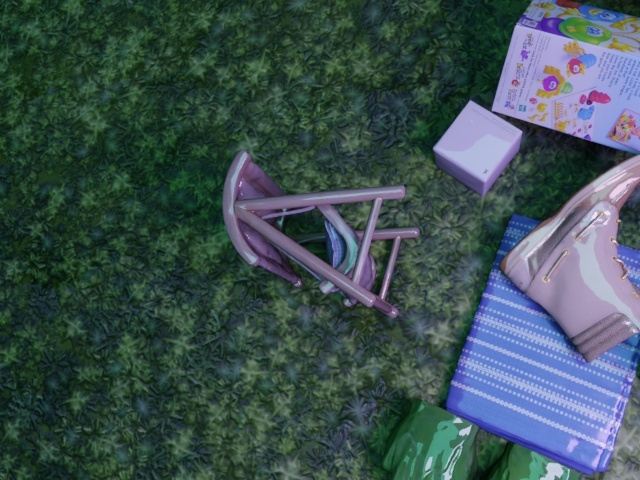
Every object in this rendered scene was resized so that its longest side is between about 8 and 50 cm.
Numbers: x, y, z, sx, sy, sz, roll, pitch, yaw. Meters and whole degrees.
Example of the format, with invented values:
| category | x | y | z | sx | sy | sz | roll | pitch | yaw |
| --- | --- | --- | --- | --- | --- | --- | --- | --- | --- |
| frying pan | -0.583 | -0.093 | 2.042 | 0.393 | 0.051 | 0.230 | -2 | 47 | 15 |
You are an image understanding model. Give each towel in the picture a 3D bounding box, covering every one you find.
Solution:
| category | x | y | z | sx | sy | sz | roll | pitch | yaw |
| --- | --- | --- | --- | --- | --- | --- | --- | --- | --- |
| towel | 0.354 | 0.149 | 0.955 | 0.243 | 0.040 | 0.336 | 19 | 82 | 18 |

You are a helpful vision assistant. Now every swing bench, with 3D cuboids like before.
| category | x | y | z | sx | sy | sz | roll | pitch | yaw |
| --- | --- | --- | --- | --- | --- | --- | --- | --- | --- |
| swing bench | 0.000 | 0.000 | 0.953 | 0.254 | 0.253 | 0.165 | 14 | 83 | 17 |

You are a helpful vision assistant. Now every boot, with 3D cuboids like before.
| category | x | y | z | sx | sy | sz | roll | pitch | yaw |
| --- | --- | --- | --- | --- | --- | --- | --- | --- | --- |
| boot | 0.416 | 0.024 | 0.890 | 0.262 | 0.095 | 0.203 | -43 | 68 | 12 |

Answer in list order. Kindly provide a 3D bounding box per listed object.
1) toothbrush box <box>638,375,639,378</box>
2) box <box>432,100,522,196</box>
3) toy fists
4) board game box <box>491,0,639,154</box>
| category | x | y | z | sx | sy | sz | roll | pitch | yaw |
| --- | --- | --- | --- | --- | --- | --- | --- | --- | --- |
| toothbrush box | 0.575 | 0.100 | 0.811 | 0.126 | 0.216 | 0.296 | 35 | 88 | 17 |
| box | 0.250 | -0.146 | 1.007 | 0.101 | 0.087 | 0.102 | 37 | 89 | 18 |
| toy fists | 0.225 | 0.349 | 0.912 | 0.279 | 0.096 | 0.142 | 22 | 75 | 18 |
| board game box | 0.420 | -0.243 | 0.930 | 0.275 | 0.144 | 0.142 | 22 | 46 | 17 |
